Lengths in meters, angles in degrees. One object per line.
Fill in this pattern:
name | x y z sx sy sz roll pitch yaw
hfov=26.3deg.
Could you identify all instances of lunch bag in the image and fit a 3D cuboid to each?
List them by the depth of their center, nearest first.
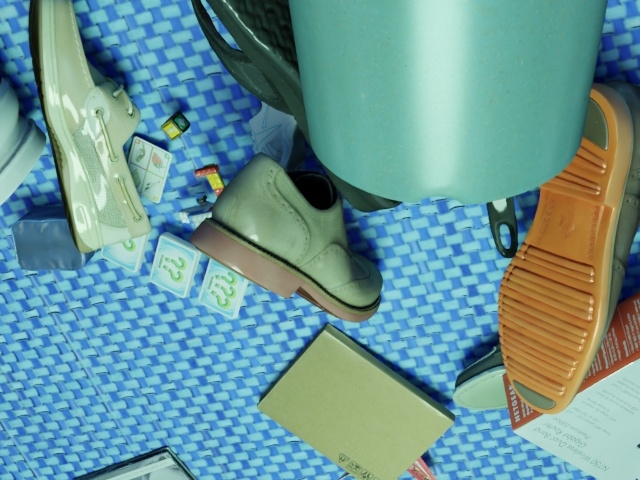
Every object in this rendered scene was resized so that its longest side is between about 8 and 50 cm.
lunch bag | -0.302 -0.006 1.596 0.098 0.065 0.067 1 112 10

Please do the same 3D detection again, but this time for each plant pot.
plant pot | 0.110 -0.233 1.174 0.341 0.341 0.334 2 126 8

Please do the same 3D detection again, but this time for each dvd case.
dvd case | -0.217 0.385 1.912 0.165 0.018 0.221 -22 121 24

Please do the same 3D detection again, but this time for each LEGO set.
LEGO set | -0.153 -0.023 1.541 0.182 0.060 0.244 27 130 6

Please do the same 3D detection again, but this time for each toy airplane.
toy airplane | 0.081 0.272 1.770 0.151 0.028 0.151 7 122 11

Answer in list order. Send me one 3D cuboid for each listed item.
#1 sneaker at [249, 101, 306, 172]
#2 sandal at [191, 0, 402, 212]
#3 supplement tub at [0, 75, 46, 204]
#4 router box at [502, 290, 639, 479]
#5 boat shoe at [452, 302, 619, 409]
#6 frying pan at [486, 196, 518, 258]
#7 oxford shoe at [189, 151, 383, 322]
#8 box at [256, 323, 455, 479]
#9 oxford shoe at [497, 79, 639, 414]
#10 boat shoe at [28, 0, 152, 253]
sneaker | -0.048 -0.109 1.491 0.061 0.054 0.152 32 134 15
sandal | -0.046 -0.201 1.352 0.107 0.167 0.445 -7 127 35
supplement tub | -0.441 -0.145 1.429 0.191 0.191 0.272 -31 116 28
router box | 0.430 0.177 1.559 0.335 0.082 0.301 30 127 -33
boat shoe | 0.255 0.133 1.613 0.228 0.068 0.081 -26 138 25
frying pan | 0.195 -0.142 1.418 0.197 0.053 0.326 -26 120 24
oxford shoe | 0.000 0.000 1.452 0.123 0.348 0.130 30 93 24
box | 0.043 0.214 1.716 0.201 0.021 0.164 36 122 -6
oxford shoe | 0.283 0.012 1.428 0.130 0.133 0.363 29 119 39
boat shoe | -0.245 -0.133 1.470 0.098 0.109 0.302 -13 116 -12
